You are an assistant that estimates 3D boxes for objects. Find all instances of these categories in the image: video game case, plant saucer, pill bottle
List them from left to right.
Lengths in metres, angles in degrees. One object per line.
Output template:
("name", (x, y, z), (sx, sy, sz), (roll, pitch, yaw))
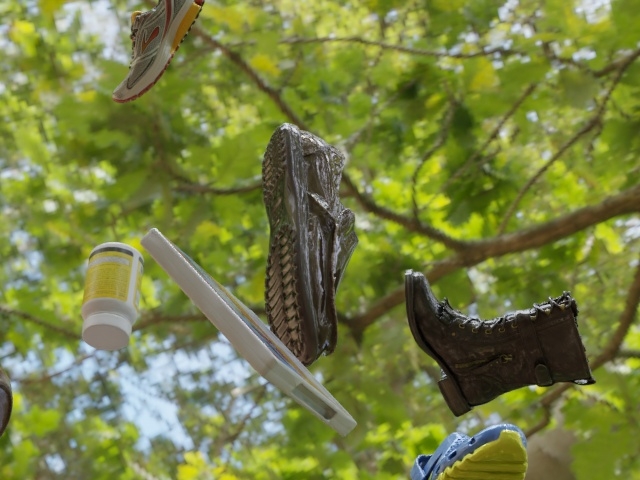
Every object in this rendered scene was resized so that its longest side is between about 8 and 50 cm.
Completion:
("plant saucer", (-0.627, 0.323, 2.258), (0.036, 0.198, 0.199), (16, -59, 23))
("pill bottle", (-0.440, 0.119, 2.583), (0.119, 0.119, 0.208), (124, -25, -47))
("video game case", (-0.070, 0.105, 1.310), (0.204, 0.025, 0.285), (45, -3, 27))

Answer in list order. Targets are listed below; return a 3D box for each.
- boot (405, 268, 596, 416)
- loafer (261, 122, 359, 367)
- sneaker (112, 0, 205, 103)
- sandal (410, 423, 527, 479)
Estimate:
("boot", (0.259, 0.123, 1.770), (0.229, 0.091, 0.263), (-22, -72, 14))
("loafer", (0.000, 0.000, 1.703), (0.134, 0.130, 0.366), (130, -38, -57))
("sneaker", (-0.281, -0.324, 2.006), (0.092, 0.225, 0.088), (31, -6, -14))
("sandal", (0.220, 0.362, 1.950), (0.317, 0.126, 0.138), (128, -28, -47))
